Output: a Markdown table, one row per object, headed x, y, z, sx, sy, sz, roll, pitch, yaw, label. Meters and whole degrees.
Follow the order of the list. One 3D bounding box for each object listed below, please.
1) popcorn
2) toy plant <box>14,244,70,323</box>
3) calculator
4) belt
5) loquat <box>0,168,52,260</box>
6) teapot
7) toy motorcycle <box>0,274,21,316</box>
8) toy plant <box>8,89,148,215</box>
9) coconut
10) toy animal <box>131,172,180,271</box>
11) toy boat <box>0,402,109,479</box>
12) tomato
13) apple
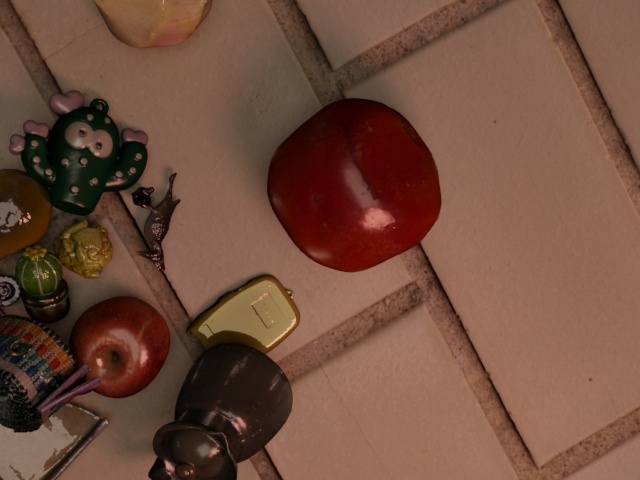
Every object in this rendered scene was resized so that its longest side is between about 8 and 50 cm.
| x | y | z | sx | sy | sz | roll | pitch | yaw | label |
| --- | --- | --- | --- | --- | --- | --- | --- | --- | --- |
| -0.474 | 0.015 | 1.822 | 0.116 | 0.121 | 0.106 | 55 | 48 | -33 | popcorn |
| -0.553 | 0.083 | 1.797 | 0.093 | 0.093 | 0.162 | -6 | 125 | -6 | toy plant |
| -0.155 | 0.175 | 1.905 | 0.236 | 0.033 | 0.157 | -35 | 98 | -4 | calculator |
| -0.567 | 0.246 | 1.737 | 0.160 | 0.295 | 0.207 | -44 | 106 | -37 | belt |
| -0.611 | -0.049 | 1.775 | 0.152 | 0.152 | 0.195 | 29 | 87 | -9 | loquat |
| -0.237 | 0.366 | 1.784 | 0.305 | 0.285 | 0.223 | -6 | 118 | 27 | teapot |
| -0.713 | 0.088 | 1.809 | 0.212 | 0.084 | 0.118 | 30 | 84 | -14 | toy motorcycle |
| -0.466 | -0.175 | 1.777 | 0.232 | 0.112 | 0.243 | 44 | 61 | -15 | toy plant |
| -0.327 | -0.474 | 1.727 | 0.237 | 0.237 | 0.197 | -42 | 67 | -1 | coconut |
| -0.334 | -0.036 | 1.846 | 0.105 | 0.070 | 0.202 | -4 | 93 | -25 | toy animal |
| -0.621 | 0.448 | 1.857 | 0.276 | 0.111 | 0.293 | 25 | 81 | -9 | toy boat |
| 0.064 | -0.108 | 1.764 | 0.293 | 0.290 | 0.325 | -24 | 87 | 27 | tomato |
| -0.401 | 0.210 | 1.822 | 0.201 | 0.162 | 0.201 | 1 | 103 | 3 | apple |
